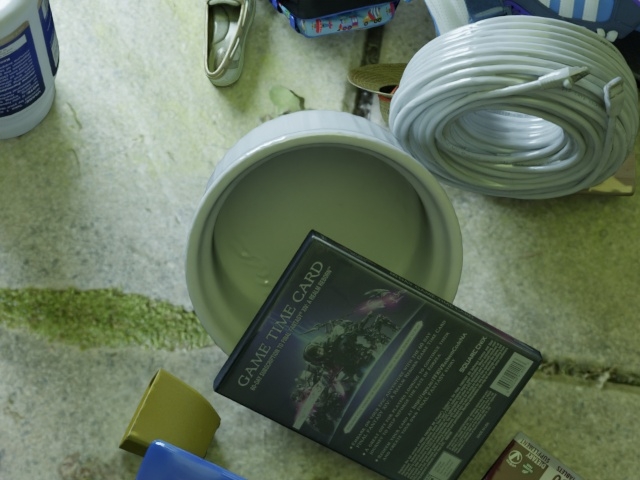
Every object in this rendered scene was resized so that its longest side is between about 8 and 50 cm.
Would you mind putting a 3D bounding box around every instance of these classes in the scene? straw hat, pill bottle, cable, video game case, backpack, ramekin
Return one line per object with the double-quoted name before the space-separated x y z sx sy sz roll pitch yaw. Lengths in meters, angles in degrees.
"straw hat" 0.099 -0.154 1.675 0.144 0.144 0.061 0 113 -3
"pill bottle" -0.358 -0.217 1.566 0.153 0.265 0.153 1 69 -3
"cable" 0.200 -0.133 1.531 0.257 0.257 0.089 1 64 18
"video game case" 0.058 0.132 1.488 0.274 0.026 0.196 29 108 -14
"backpack" -0.001 -0.328 1.704 0.158 0.117 0.173 -16 42 -25
"ramekin" 0.000 0.000 1.515 0.277 0.135 0.277 -1 112 -3

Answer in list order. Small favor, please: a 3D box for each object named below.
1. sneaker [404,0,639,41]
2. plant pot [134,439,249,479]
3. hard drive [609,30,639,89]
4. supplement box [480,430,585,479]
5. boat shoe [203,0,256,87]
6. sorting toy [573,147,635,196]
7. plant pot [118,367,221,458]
"sneaker" 0.246 -0.265 1.665 0.322 0.236 0.130 33 30 -19
"plant pot" -0.075 0.343 1.389 0.236 0.236 0.212 21 77 17
"hard drive" 0.382 -0.304 1.754 0.172 0.054 0.255 25 72 6
"supplement box" 0.180 0.330 1.502 0.130 0.073 0.239 36 73 9
"boat shoe" -0.109 -0.255 1.694 0.056 0.048 0.153 7 82 13
"sorting toy" 0.278 -0.109 1.677 0.274 0.046 0.132 2 70 3
"plant pot" -0.151 0.192 1.530 0.083 0.081 0.081 26 70 -5
